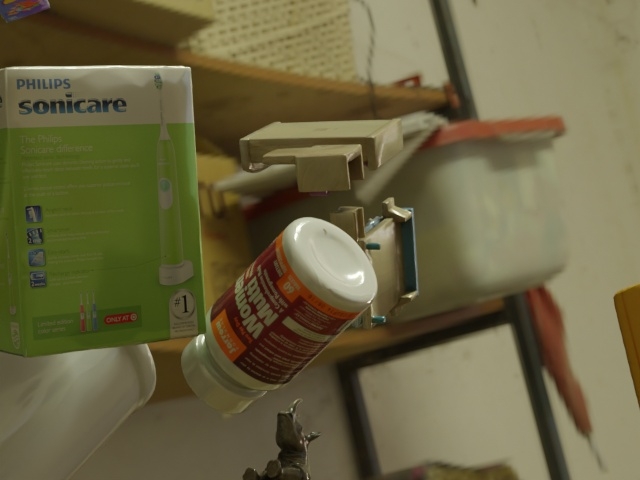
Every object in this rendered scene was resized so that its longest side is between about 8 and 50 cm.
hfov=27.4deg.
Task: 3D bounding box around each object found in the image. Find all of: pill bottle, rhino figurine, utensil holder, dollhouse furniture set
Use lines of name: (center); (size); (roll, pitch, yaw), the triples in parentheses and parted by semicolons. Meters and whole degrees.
pill bottle: (-0.049, 0.086, 1.418); (0.121, 0.121, 0.221); (1, -39, -51)
rhino figurine: (-0.053, 0.338, 1.836); (0.073, 0.243, 0.106); (-4, -24, 35)
utensil holder: (-0.506, 0.269, 2.095); (0.327, 0.328, 0.385); (-27, 17, 50)
dollhouse furniture set: (0.000, 0.000, 1.846); (0.198, 0.303, 0.286); (0, 15, 20)

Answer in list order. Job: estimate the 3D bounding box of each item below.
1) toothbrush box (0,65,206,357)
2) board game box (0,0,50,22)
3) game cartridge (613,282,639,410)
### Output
toothbrush box: (-0.240, -0.034, 1.352); (0.206, 0.283, 0.122); (-6, 6, -34)
board game box: (-0.504, -0.486, 1.968); (0.078, 0.233, 0.347); (-21, -3, -5)
game cartridge: (0.383, 0.176, 1.095); (0.323, 0.285, 0.052); (3, -20, -40)
